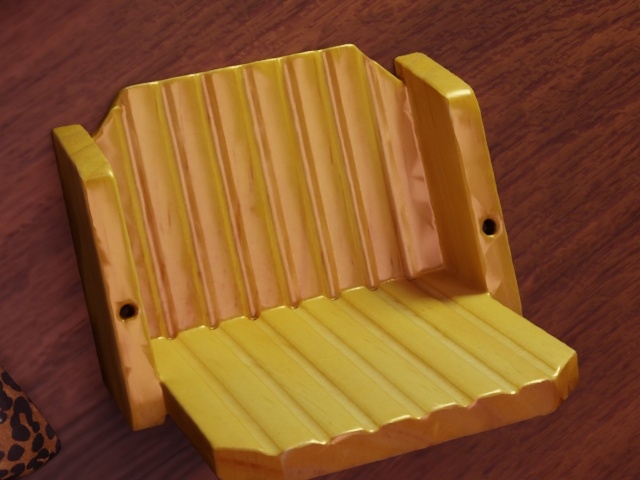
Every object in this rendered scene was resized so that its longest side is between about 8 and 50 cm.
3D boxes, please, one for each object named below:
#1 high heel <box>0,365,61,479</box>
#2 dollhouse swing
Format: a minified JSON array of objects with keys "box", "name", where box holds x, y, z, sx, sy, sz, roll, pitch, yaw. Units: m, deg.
[{"box":[-0.289,0.065,1.456,0.186,0.093,0.261,13,76,-34],"name":"high heel"},{"box":[0.000,0.000,1.416,0.346,0.305,0.315,-13,93,-16],"name":"dollhouse swing"}]
